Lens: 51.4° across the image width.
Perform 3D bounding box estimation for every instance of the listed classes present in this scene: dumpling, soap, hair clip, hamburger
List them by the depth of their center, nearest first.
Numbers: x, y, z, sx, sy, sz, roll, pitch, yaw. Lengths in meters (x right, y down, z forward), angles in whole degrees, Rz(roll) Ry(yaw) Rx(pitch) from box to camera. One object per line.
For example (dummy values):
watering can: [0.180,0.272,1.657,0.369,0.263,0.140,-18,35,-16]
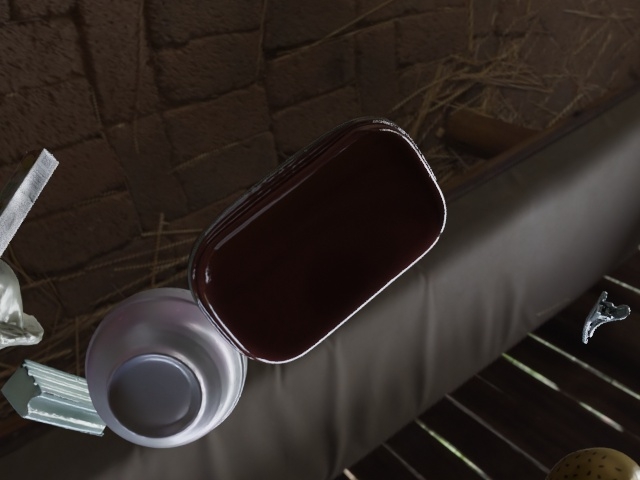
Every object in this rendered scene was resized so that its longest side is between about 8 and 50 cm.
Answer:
hamburger: [0.322,0.314,0.745,0.137,0.175,0.175,44,79,-11]
dumpling: [-0.439,0.069,0.790,0.132,0.162,0.250,-47,127,3]
hair clip: [0.369,0.107,0.874,0.030,0.039,0.115,-60,163,-20]
soap: [-0.630,0.390,1.623,0.094,0.150,0.261,-54,140,-4]

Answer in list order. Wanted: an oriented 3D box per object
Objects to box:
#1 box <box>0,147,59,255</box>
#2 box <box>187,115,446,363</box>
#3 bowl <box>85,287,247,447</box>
box: [-0.474,-0.056,1.024,0.041,0.050,0.207,55,40,-43]
box: [0.000,0.000,0.993,0.404,0.108,0.263,-38,116,-8]
bowl: [-0.273,0.238,1.150,0.287,0.144,0.286,-1,104,-2]
